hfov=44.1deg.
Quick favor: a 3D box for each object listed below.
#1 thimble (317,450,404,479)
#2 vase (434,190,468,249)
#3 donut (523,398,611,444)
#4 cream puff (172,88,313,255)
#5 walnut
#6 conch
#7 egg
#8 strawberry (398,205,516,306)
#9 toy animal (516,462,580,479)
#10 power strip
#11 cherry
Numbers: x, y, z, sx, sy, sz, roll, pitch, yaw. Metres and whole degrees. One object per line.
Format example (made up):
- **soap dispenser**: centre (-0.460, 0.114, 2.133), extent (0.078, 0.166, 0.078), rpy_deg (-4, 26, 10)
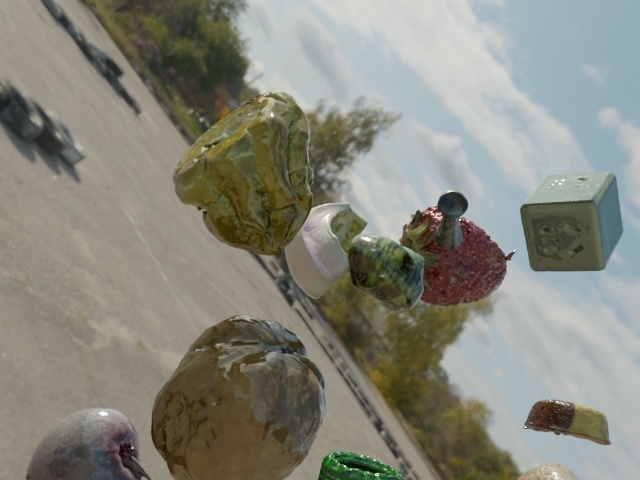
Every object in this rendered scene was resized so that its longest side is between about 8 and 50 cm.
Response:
- **thimble**: centre (0.058, 0.376, 1.183), extent (0.130, 0.090, 0.118), rpy_deg (12, -2, -2)
- **vase**: centre (0.253, -0.038, 1.537), extent (0.059, 0.059, 0.167), rpy_deg (54, -8, 21)
- **donut**: centre (0.643, 0.462, 2.026), extent (0.217, 0.085, 0.141), rpy_deg (11, -15, 12)
- **cream puff**: centre (-0.123, -0.122, 1.571), extent (0.257, 0.291, 0.324), rpy_deg (55, -2, -20)
- **walnut**: centre (-0.152, 0.314, 1.429), extent (0.306, 0.344, 0.306), rpy_deg (23, 23, -11)
- **conch**: centre (0.147, 0.060, 1.633), extent (0.181, 0.124, 0.187), rpy_deg (-46, 119, -67)
- **egg**: centre (-0.012, 0.014, 1.930), extent (0.162, 0.206, 0.271), rpy_deg (39, 37, -5)
- **strawberry**: centre (0.390, 0.046, 2.223), extent (0.292, 0.343, 0.292), rpy_deg (-177, -90, -72)
- **toy animal**: centre (0.531, 0.623, 1.777), extent (0.358, 0.188, 0.226), rpy_deg (-106, -159, -71)
- **power strip**: centre (0.481, -0.048, 1.480), extent (0.224, 0.140, 0.139), rpy_deg (-39, 119, -51)
- **cherry**: centre (-0.457, 0.445, 1.579), extent (0.183, 0.266, 0.213), rpy_deg (86, -4, -62)
